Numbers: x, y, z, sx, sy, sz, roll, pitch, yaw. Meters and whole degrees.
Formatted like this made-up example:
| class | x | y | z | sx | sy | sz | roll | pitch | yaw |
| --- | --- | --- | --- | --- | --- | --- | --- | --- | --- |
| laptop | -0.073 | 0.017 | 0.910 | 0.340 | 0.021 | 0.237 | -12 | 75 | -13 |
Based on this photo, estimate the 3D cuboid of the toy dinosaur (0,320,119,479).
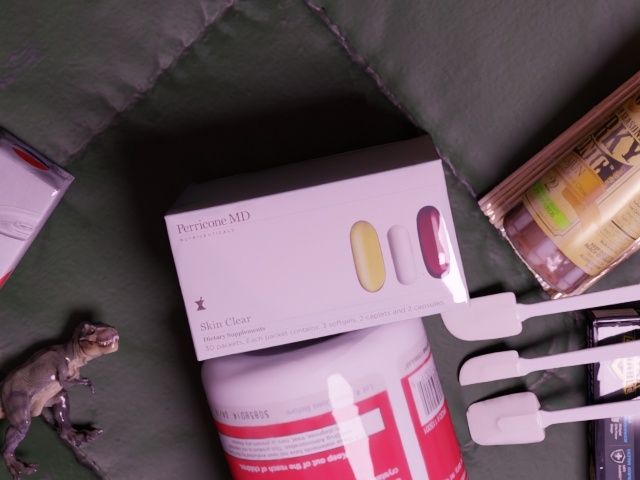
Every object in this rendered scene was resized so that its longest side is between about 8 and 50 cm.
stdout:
| class | x | y | z | sx | sy | sz | roll | pitch | yaw |
| --- | --- | --- | --- | --- | --- | --- | --- | --- | --- |
| toy dinosaur | -0.309 | 0.182 | 1.445 | 0.268 | 0.064 | 0.118 | -28 | 93 | 8 |

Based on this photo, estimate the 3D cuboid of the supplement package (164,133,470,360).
| class | x | y | z | sx | sy | sz | roll | pitch | yaw |
| --- | --- | --- | --- | --- | --- | --- | --- | --- | --- |
| supplement package | 0.000 | 0.000 | 1.326 | 0.262 | 0.204 | 0.145 | -12 | 100 | 4 |

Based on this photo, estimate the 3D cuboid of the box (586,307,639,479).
| class | x | y | z | sx | sy | sz | roll | pitch | yaw |
| --- | --- | --- | --- | --- | --- | --- | --- | --- | --- |
| box | 0.374 | 0.179 | 1.433 | 0.175 | 0.051 | 0.220 | -2 | 101 | 2 |

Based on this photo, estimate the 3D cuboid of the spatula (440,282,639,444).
| class | x | y | z | sx | sy | sz | roll | pitch | yaw |
| --- | --- | --- | --- | --- | --- | --- | --- | --- | --- |
| spatula | 0.255 | 0.127 | 1.407 | 0.242 | 0.019 | 0.168 | -11 | 96 | 23 |

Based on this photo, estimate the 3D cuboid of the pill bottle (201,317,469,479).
| class | x | y | z | sx | sy | sz | roll | pitch | yaw |
| --- | --- | --- | --- | --- | --- | --- | --- | --- | --- |
| pill bottle | 0.042 | 0.277 | 1.369 | 0.229 | 0.229 | 0.407 | -16 | 100 | 4 |

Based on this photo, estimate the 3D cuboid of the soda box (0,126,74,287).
| class | x | y | z | sx | sy | sz | roll | pitch | yaw |
| --- | --- | --- | --- | --- | --- | --- | --- | --- | --- |
| soda box | -0.375 | 0.029 | 1.396 | 0.098 | 0.091 | 0.286 | 35 | 100 | -6 |

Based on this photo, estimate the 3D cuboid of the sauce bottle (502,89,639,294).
| class | x | y | z | sx | sy | sz | roll | pitch | yaw |
| --- | --- | --- | --- | --- | --- | --- | --- | --- | --- |
| sauce bottle | 0.332 | -0.095 | 1.312 | 0.111 | 0.111 | 0.344 | 44 | 105 | -7 |

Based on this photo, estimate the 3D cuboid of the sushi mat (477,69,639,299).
| class | x | y | z | sx | sy | sz | roll | pitch | yaw |
| --- | --- | --- | --- | --- | --- | --- | --- | --- | --- |
| sushi mat | 0.329 | -0.080 | 1.399 | 0.316 | 0.019 | 0.151 | -39 | 97 | 8 |
